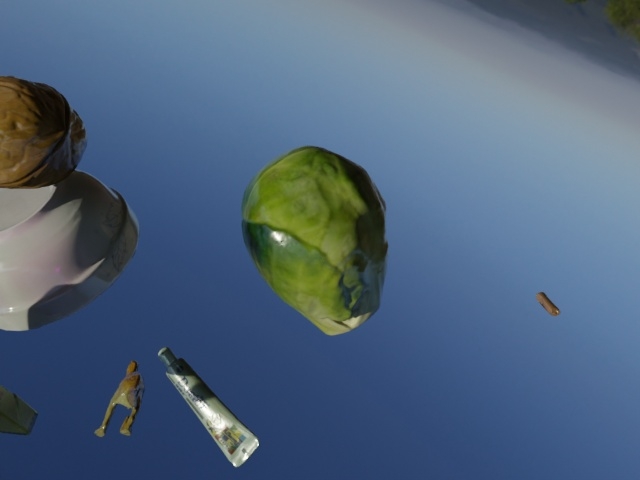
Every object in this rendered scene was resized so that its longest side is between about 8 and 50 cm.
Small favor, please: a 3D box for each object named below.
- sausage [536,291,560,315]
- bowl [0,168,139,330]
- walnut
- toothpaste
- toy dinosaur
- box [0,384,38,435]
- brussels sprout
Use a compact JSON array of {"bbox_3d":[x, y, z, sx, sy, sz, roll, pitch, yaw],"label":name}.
[{"bbox_3d":[0.529,0.149,1.591,0.026,0.026,0.116,22,-167,-4],"label":"sausage"},{"bbox_3d":[-0.446,-0.013,1.075,0.287,0.143,0.287,-11,-136,11],"label":"bowl"},{"bbox_3d":[-0.434,-0.151,0.971,0.207,0.167,0.167,2,-167,25],"label":"walnut"},{"bbox_3d":[-0.205,0.283,1.208,0.255,0.067,0.037,45,-169,21],"label":"toothpaste"},{"bbox_3d":[-0.250,0.195,0.915,0.039,0.162,0.126,27,-132,-18],"label":"toy dinosaur"},{"bbox_3d":[-0.511,0.188,0.900,0.153,0.279,0.041,0,-124,11],"label":"box"},{"bbox_3d":[0.000,0.000,1.000,0.210,0.271,0.219,-31,-165,-20],"label":"brussels sprout"}]
